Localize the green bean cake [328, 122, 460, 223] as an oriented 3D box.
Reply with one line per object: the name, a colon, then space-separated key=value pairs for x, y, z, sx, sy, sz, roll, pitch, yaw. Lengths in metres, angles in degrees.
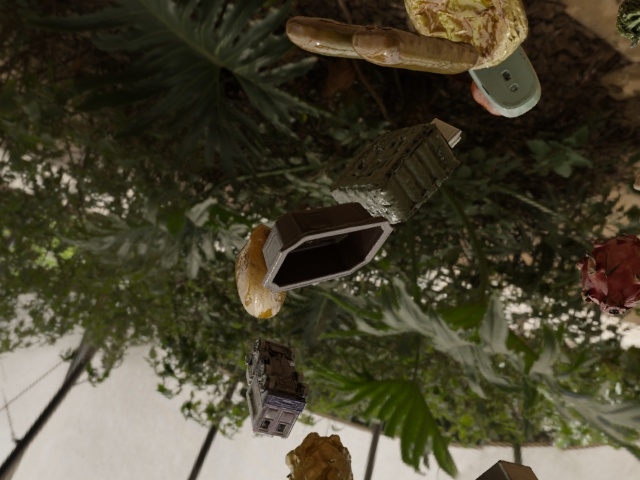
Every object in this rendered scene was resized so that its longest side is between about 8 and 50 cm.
green bean cake: x=0.165 y=-0.159 z=1.385 sx=0.132 sy=0.241 sz=0.255 roll=49 pitch=163 yaw=-24

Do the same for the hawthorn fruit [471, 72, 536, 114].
hawthorn fruit: x=0.604 y=-0.516 z=1.882 sx=0.197 sy=0.196 sz=0.225 roll=17 pitch=159 yaw=-2

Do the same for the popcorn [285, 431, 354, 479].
popcorn: x=-0.001 y=0.672 z=1.696 sx=0.190 sy=0.250 sz=0.250 roll=-16 pitch=163 yaw=4

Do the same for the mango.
mango: x=-0.130 y=0.073 z=1.241 sx=0.109 sy=0.157 sz=0.262 roll=-2 pitch=144 yaw=1

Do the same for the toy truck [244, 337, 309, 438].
toy truck: x=-0.133 y=0.390 z=1.580 sx=0.124 sy=0.155 sz=0.268 roll=20 pitch=-165 yaw=-20

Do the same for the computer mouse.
computer mouse: x=0.544 y=-0.510 z=1.758 sx=0.288 sy=0.159 sz=0.097 roll=56 pitch=-161 yaw=-2

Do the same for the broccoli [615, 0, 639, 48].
broccoli: x=0.869 y=-0.604 z=1.583 sx=0.131 sy=0.130 sz=0.120 roll=-26 pitch=-175 yaw=9

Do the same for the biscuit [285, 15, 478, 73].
biscuit: x=0.110 y=-0.332 z=0.999 sx=0.237 sy=0.062 sz=0.291 roll=23 pitch=-157 yaw=34

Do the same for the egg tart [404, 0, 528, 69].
egg tart: x=0.352 y=-0.561 z=1.391 sx=0.341 sy=0.132 sz=0.341 roll=37 pitch=166 yaw=11

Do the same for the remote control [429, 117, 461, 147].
remote control: x=0.329 y=-0.275 z=1.892 sx=0.103 sy=0.277 sz=0.055 roll=35 pitch=162 yaw=31

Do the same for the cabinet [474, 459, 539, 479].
cabinet: x=0.413 y=0.617 z=1.238 sx=0.148 sy=0.175 sz=0.215 roll=26 pitch=-156 yaw=-38

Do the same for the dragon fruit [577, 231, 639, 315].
dragon fruit: x=0.538 y=0.068 z=1.065 sx=0.136 sy=0.166 sz=0.133 roll=14 pitch=146 yaw=20

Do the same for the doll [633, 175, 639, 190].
doll: x=0.747 y=-0.071 z=1.158 sx=0.278 sy=0.154 sz=0.119 roll=41 pitch=-176 yaw=-15

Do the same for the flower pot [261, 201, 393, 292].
flower pot: x=0.000 y=0.000 z=1.093 sx=0.251 sy=0.084 sz=0.179 roll=-12 pitch=148 yaw=-34
